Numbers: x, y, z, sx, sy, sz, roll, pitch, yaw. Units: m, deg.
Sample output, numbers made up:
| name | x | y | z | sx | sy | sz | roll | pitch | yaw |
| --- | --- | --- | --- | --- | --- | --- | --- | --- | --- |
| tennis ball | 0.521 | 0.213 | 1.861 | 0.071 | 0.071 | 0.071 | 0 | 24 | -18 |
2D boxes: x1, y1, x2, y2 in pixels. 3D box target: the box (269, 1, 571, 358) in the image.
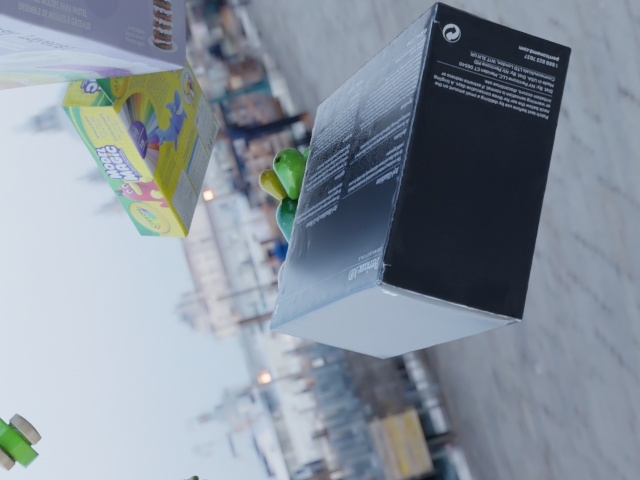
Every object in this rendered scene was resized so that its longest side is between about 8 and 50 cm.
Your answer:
| name | x | y | z | sx | sy | sz | roll | pitch | yaw |
| --- | --- | --- | --- | --- | --- | --- | --- | --- | --- |
| box | 0.059 | -0.027 | 1.039 | 0.261 | 0.103 | 0.184 | 151 | 135 | -71 |

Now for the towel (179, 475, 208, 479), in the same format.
| name | x | y | z | sx | sy | sz | roll | pitch | yaw |
| --- | --- | --- | --- | --- | --- | --- | --- | --- | --- |
| towel | -0.124 | 0.166 | 0.789 | 0.110 | 0.148 | 0.027 | -99 | -13 | -88 |

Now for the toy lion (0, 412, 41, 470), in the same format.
| name | x | y | z | sx | sy | sz | roll | pitch | yaw |
| --- | --- | --- | --- | --- | --- | --- | --- | --- | --- |
| toy lion | -0.226 | 0.116 | 1.015 | 0.100 | 0.034 | 0.096 | 41 | 166 | 11 |

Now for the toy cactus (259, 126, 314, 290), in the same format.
| name | x | y | z | sx | sy | sz | roll | pitch | yaw |
| --- | --- | --- | --- | --- | --- | --- | --- | --- | --- |
| toy cactus | 0.000 | 0.000 | 1.401 | 0.219 | 0.112 | 0.180 | 83 | -167 | -69 |

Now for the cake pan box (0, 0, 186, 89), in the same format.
| name | x | y | z | sx | sy | sz | roll | pitch | yaw |
| --- | --- | --- | --- | --- | --- | --- | --- | --- | --- |
| cake pan box | -0.255 | -0.149 | 1.002 | 0.267 | 0.246 | 0.070 | 6 | -100 | -67 |

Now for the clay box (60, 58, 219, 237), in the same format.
| name | x | y | z | sx | sy | sz | roll | pitch | yaw |
| --- | --- | --- | --- | --- | --- | --- | --- | --- | --- |
| clay box | -0.154 | -0.115 | 1.296 | 0.222 | 0.053 | 0.127 | 65 | -148 | -53 |
